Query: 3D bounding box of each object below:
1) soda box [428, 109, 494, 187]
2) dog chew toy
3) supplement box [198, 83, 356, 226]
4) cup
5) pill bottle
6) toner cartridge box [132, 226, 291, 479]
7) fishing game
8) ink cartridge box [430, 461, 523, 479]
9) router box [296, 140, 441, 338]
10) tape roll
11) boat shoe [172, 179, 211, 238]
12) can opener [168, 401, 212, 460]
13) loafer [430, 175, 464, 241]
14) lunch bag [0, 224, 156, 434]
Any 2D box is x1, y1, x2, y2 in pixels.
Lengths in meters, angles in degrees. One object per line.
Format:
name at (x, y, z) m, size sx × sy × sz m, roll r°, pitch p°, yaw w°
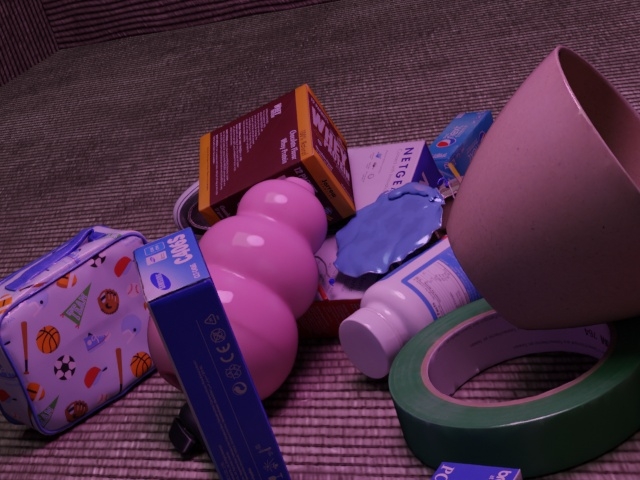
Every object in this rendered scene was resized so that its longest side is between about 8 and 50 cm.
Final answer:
soda box at (0.244, -0.156, 2.337) m, size 0.067 × 0.071 × 0.210 m, roll -4°, pitch 26°, yaw 32°
dog chew toy at (-0.097, 0.060, 1.813) m, size 0.207 × 0.206 × 0.331 m, roll 6°, pitch 62°, yaw 44°
supplement box at (-0.067, -0.099, 1.989) m, size 0.194 × 0.129 × 0.191 m, roll -26°, pitch 36°, yaw 16°
cup at (0.290, -0.028, 1.560) m, size 0.237 × 0.331 × 0.331 m, roll -38°, pitch 15°, yaw 23°
pill bottle at (0.132, 0.091, 1.783) m, size 0.221 × 0.124 × 0.124 m, roll -32°, pitch 26°, yaw -32°
toner cartridge box at (-0.109, 0.174, 1.479) m, size 0.075 × 0.347 × 0.165 m, roll -22°, pitch 22°, yaw -6°
fishing game at (0.098, -0.010, 1.875) m, size 0.264 × 0.041 × 0.189 m, roll -35°, pitch 30°, yaw 2°
ink cartridge box at (0.131, 0.312, 1.373) m, size 0.097 × 0.046 × 0.207 m, roll -1°, pitch 28°, yaw 33°
router box at (0.000, 0.000, 2.025) m, size 0.301 × 0.082 × 0.335 m, roll -5°, pitch 43°, yaw 28°
tape roll at (0.245, 0.163, 1.594) m, size 0.321 × 0.077 × 0.321 m, roll -15°, pitch 23°, yaw 7°
boat shoe at (-0.099, -0.080, 2.354) m, size 0.335 × 0.121 × 0.119 m, roll -18°, pitch 18°, yaw -5°
can opener at (-0.136, 0.258, 1.706) m, size 0.059 × 0.073 × 0.186 m, roll 15°, pitch 7°, yaw -33°
loafer at (0.273, -0.062, 2.070) m, size 0.251 × 0.094 × 0.087 m, roll -23°, pitch 19°, yaw -12°
lunch bag at (-0.354, 0.118, 1.929) m, size 0.115 × 0.243 × 0.303 m, roll 7°, pitch 34°, yaw 45°
